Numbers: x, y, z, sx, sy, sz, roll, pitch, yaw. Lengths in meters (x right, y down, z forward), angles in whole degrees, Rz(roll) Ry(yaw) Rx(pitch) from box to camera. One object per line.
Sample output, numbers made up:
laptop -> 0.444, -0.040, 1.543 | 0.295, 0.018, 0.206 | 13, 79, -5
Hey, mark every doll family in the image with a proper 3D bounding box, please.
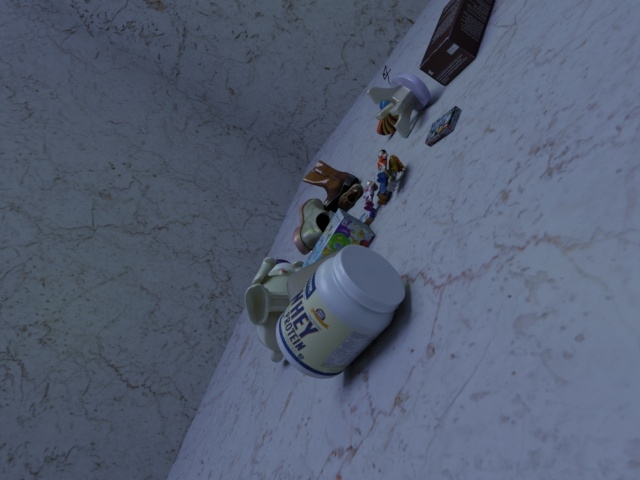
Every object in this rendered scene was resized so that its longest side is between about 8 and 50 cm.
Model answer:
doll family -> 0.247, -0.230, 1.818 | 0.263, 0.118, 0.163 | 111, 170, -53

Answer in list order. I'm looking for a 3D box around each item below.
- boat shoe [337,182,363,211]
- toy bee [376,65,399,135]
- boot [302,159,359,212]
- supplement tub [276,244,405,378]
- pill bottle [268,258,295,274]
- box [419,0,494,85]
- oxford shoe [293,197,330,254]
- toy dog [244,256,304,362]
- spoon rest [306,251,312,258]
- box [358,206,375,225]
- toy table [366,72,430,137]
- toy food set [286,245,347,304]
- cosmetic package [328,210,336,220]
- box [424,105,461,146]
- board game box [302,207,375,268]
boat shoe -> 0.133, -0.193, 2.253 | 0.178, 0.064, 0.060 | -48, 15, 38
toy bee -> 0.359, -0.633, 2.223 | 0.195, 0.162, 0.298 | -91, 7, -52
boot -> 0.011, -0.270, 2.399 | 0.264, 0.280, 0.096 | -54, -34, -10
supplement tub -> 0.050, 0.192, 1.284 | 0.325, 0.235, 0.235 | -53, 14, 31
pill bottle -> -0.189, 0.193, 2.390 | 0.182, 0.181, 0.323 | -61, 12, -4
box -> 0.539, -0.818, 1.875 | 0.381, 0.143, 0.191 | -64, 13, -25
oxford shoe -> -0.010, -0.084, 2.123 | 0.146, 0.140, 0.397 | -28, 27, 23
toy dog -> -0.151, 0.261, 2.000 | 0.408, 0.284, 0.396 | -112, 16, -73
spoon rest -> 0.000, 0.000, 2.365 | 0.137, 0.084, 0.276 | -167, 93, -79
box -> 0.175, -0.076, 1.900 | 0.136, 0.028, 0.081 | -49, 16, 35
toy table -> 0.328, -0.574, 1.997 | 0.161, 0.252, 0.274 | -44, 3, -3
toy food set -> 0.025, 0.133, 1.629 | 0.306, 0.092, 0.220 | -28, 15, 0
cosmetic package -> 0.047, -0.037, 2.195 | 0.117, 0.085, 0.231 | -57, 11, 19
box -> 0.416, -0.388, 1.634 | 0.094, 0.027, 0.137 | -66, 13, -21
board game box -> 0.063, 0.042, 1.804 | 0.275, 0.142, 0.144 | -57, 13, 12
